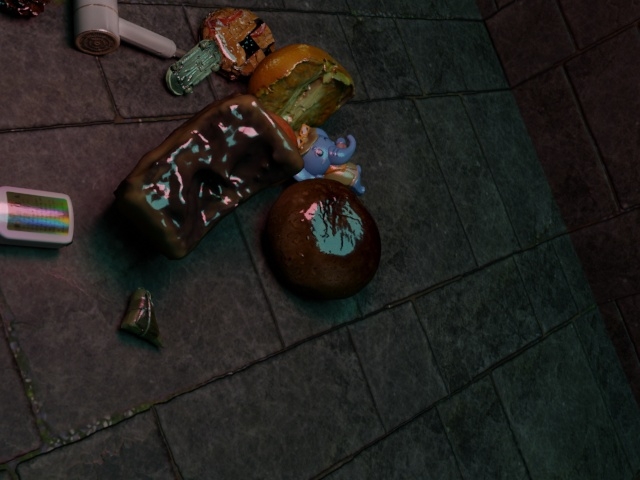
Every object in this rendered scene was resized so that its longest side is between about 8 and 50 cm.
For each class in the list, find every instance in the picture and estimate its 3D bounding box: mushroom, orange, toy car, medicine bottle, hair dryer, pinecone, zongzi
[{"bbox_3d":[0.009,-0.004,2.044,0.344,0.239,0.345,7,59,-12],"label":"mushroom"},{"bbox_3d":[-0.059,-0.436,2.126,0.334,0.262,0.196,18,50,-45],"label":"orange"},{"bbox_3d":[-0.344,-0.464,1.989,0.186,0.058,0.093,-46,138,-23],"label":"toy car"},{"bbox_3d":[-0.626,-0.050,1.543,0.219,0.078,0.115,7,70,-42],"label":"medicine bottle"},{"bbox_3d":[-0.468,-0.532,1.916,0.357,0.107,0.173,15,62,-49],"label":"hair dryer"},{"bbox_3d":[-0.674,-0.580,1.703,0.140,0.120,0.140,19,65,-45],"label":"pinecone"},{"bbox_3d":[-0.388,0.174,1.697,0.119,0.055,0.109,40,46,-40],"label":"zongzi"}]

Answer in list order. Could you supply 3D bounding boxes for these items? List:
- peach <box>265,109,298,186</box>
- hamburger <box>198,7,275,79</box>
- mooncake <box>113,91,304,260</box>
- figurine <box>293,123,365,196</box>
[{"bbox_3d":[-0.150,-0.240,1.988,0.232,0.232,0.233,20,59,-37],"label":"peach"},{"bbox_3d":[-0.242,-0.566,2.127,0.230,0.106,0.231,12,72,-39],"label":"hamburger"},{"bbox_3d":[-0.266,-0.146,1.706,0.246,0.393,0.394,53,33,-14],"label":"mooncake"},{"bbox_3d":[0.016,-0.230,2.154,0.261,0.154,0.180,19,87,-19],"label":"figurine"}]
